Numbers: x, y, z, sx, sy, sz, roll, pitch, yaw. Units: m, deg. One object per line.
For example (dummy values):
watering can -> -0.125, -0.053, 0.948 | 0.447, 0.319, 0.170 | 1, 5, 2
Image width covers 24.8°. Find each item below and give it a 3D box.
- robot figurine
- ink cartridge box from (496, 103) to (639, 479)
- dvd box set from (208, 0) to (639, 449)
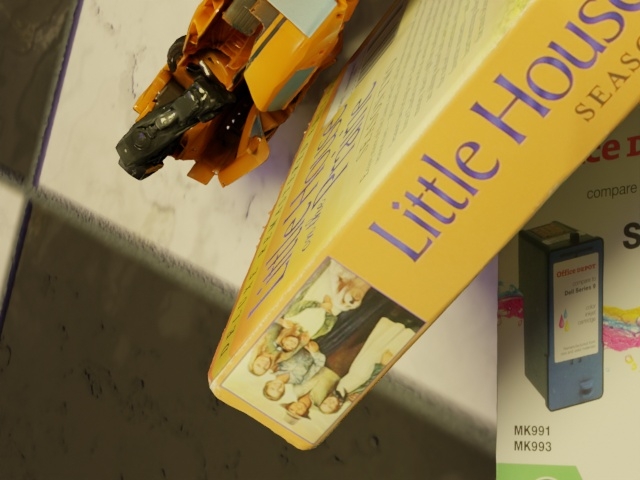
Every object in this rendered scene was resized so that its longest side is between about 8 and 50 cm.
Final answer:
robot figurine -> -0.015, -0.132, 0.807 | 0.211, 0.085, 0.291 | -56, 7, -37
ink cartridge box -> 0.162, 0.044, 0.652 | 0.154, 0.093, 0.212 | -6, 77, 47
dvd box set -> 0.115, -0.136, 0.623 | 0.420, 0.062, 0.307 | -50, 10, 29
